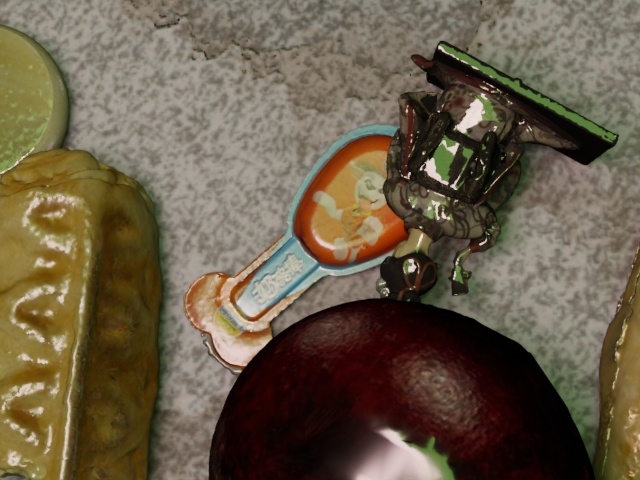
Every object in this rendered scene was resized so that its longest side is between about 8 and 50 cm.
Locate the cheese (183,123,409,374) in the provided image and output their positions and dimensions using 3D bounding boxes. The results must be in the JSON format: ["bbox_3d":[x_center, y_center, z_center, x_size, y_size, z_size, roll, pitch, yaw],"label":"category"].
[{"bbox_3d":[0.000,0.000,1.355,0.256,0.037,0.106,-41,81,-7],"label":"cheese"}]

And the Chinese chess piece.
[{"bbox_3d":[-0.276,-0.106,1.370,0.144,0.058,0.144,0,79,3],"label":"Chinese chess piece"}]

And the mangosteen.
[{"bbox_3d":[0.050,0.188,1.192,0.297,0.293,0.297,2,94,24],"label":"mangosteen"}]

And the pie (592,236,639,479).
[{"bbox_3d":[0.282,0.112,1.317,0.128,0.068,0.282,11,85,4],"label":"pie"}]

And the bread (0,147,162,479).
[{"bbox_3d":[-0.197,0.062,1.306,0.152,0.130,0.268,11,78,-35],"label":"bread"}]

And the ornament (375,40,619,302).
[{"bbox_3d":[0.102,-0.029,1.301,0.166,0.153,0.196,29,86,3],"label":"ornament"}]
